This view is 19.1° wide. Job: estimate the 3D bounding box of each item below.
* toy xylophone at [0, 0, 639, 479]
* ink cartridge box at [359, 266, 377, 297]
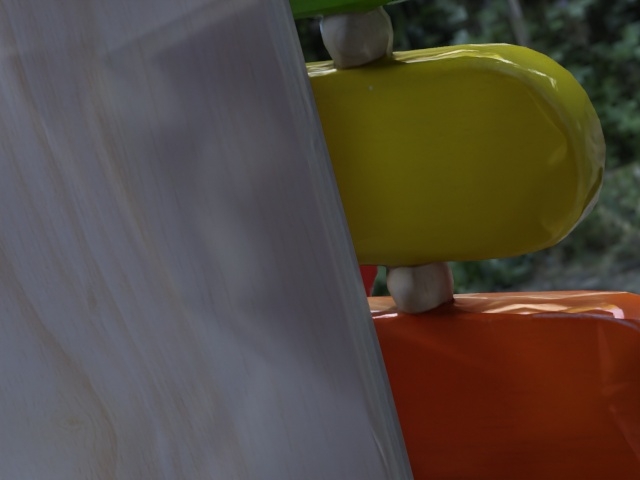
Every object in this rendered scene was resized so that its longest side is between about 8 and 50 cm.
[{"bbox_3d":[0.000,0.000,0.364,0.236,0.322,0.081,5,25,30],"label":"toy xylophone"},{"bbox_3d":[-0.035,0.090,0.552,0.189,0.066,0.232,-24,-38,-45],"label":"ink cartridge box"}]
